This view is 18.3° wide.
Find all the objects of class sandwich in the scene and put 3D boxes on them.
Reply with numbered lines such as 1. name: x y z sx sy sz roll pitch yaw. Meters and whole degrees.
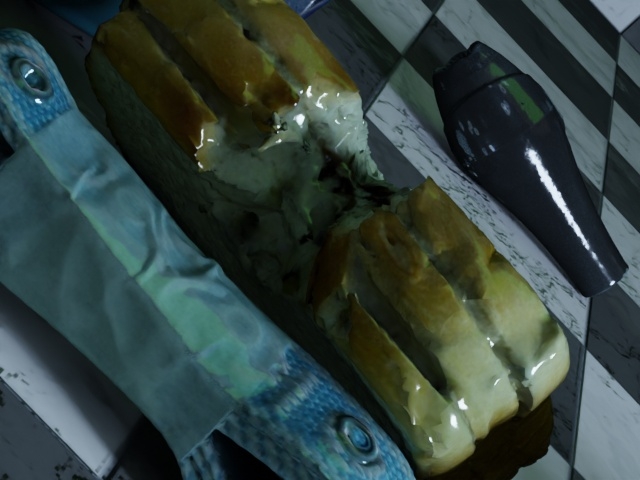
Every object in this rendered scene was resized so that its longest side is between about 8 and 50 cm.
1. sandwich: 0.001 -0.001 0.945 0.273 0.095 0.249 51 -6 13

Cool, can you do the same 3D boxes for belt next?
1. belt: -0.077 0.035 0.834 0.302 0.087 0.072 48 31 3

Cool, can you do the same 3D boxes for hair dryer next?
1. hair dryer: 0.182 -0.078 1.713 0.235 0.091 0.271 55 12 -9

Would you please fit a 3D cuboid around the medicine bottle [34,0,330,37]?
1. medicine bottle: -0.115 -0.176 1.135 0.258 0.124 0.079 27 30 -44
